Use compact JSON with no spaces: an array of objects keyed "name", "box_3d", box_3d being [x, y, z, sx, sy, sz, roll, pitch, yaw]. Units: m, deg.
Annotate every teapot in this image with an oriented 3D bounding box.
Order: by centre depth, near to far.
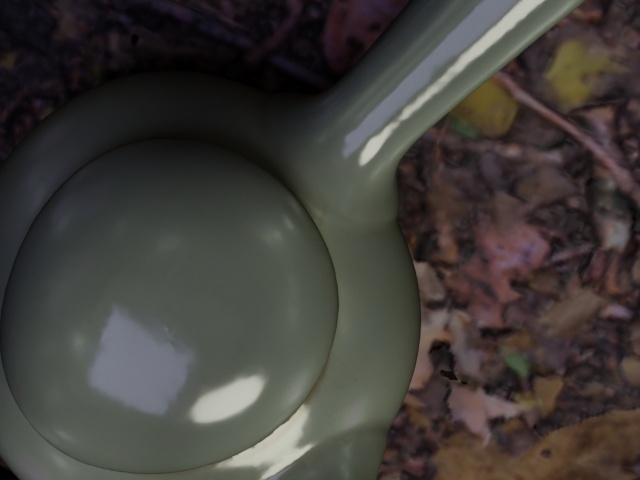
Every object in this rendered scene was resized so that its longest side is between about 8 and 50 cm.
[{"name":"teapot","box_3d":[-0.033,-0.019,0.848,0.220,0.149,0.318,19,92,-2]}]

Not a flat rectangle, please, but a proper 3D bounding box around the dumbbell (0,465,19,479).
[{"name":"dumbbell","box_3d":[-0.225,0.106,0.964,0.325,0.144,0.160,27,118,1]}]
